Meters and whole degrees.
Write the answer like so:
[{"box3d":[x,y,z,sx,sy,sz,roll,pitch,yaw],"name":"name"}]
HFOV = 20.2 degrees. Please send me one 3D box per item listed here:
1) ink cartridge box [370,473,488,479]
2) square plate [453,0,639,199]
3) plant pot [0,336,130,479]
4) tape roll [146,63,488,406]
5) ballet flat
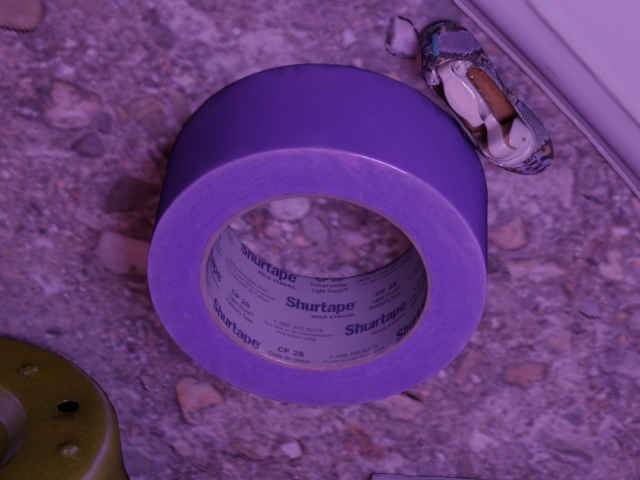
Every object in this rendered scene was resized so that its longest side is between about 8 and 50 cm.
[{"box3d":[0.106,0.298,1.191,0.168,0.171,0.233,3,129,3],"name":"ink cartridge box"},{"box3d":[0.256,-0.141,0.891,0.347,0.049,0.344,-32,121,27],"name":"square plate"},{"box3d":[-0.237,0.260,1.108,0.366,0.366,0.353,2,118,4],"name":"plant pot"},{"box3d":[0.000,0.000,1.012,0.189,0.080,0.189,2,129,3],"name":"tape roll"},{"box3d":[0.089,-0.067,0.973,0.041,0.041,0.114,-26,123,24],"name":"ballet flat"}]
